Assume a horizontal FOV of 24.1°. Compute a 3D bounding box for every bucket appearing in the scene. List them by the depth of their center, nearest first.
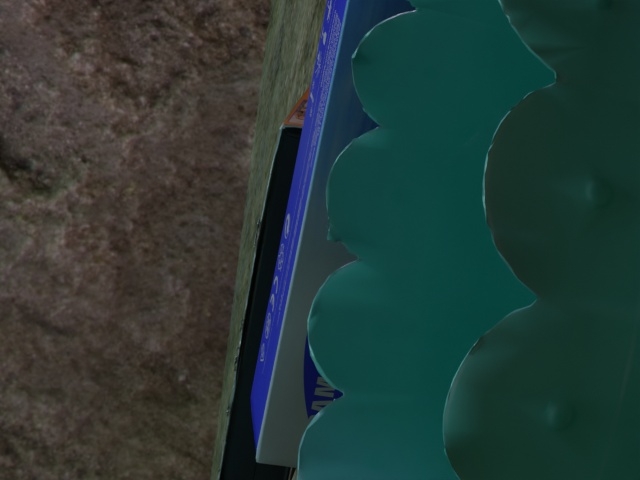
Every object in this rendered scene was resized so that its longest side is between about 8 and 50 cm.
[{"bbox_3d":[0.105,0.020,0.518,0.281,0.183,0.281,-171,90,-81],"label":"bucket"}]

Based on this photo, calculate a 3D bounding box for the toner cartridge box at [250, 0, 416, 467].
[{"bbox_3d":[0.069,-0.028,0.862,0.075,0.165,0.348,-101,21,-66],"label":"toner cartridge box"}]

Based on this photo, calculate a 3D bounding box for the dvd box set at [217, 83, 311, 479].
[{"bbox_3d":[0.000,0.000,1.316,0.420,0.062,0.308,-65,-13,-70],"label":"dvd box set"}]
